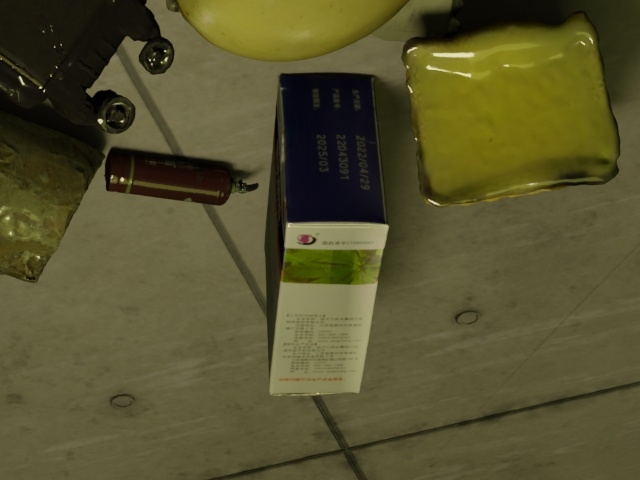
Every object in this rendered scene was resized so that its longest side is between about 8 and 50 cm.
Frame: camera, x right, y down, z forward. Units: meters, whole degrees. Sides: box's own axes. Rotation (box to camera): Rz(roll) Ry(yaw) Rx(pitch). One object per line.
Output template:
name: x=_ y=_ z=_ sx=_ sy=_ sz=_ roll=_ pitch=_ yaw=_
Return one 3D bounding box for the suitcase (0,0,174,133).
suitcase: x=-0.321 y=-0.277 z=1.537 sx=0.434 sy=0.283 sz=0.194 roll=35 pitch=88 yaw=-38

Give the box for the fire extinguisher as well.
fire extinguisher: x=-0.150 y=-0.063 z=2.032 sx=0.158 sy=0.043 sz=0.064 roll=8 pitch=170 yaw=-16

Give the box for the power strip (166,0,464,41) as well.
power strip: x=-0.005 y=-0.233 z=1.830 sx=0.286 sy=0.048 sz=0.080 roll=0 pitch=140 yaw=-7

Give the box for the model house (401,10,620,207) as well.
model house: x=0.182 y=-0.128 z=1.898 sx=0.193 sy=0.175 sz=0.234 roll=-11 pitch=-175 yaw=3

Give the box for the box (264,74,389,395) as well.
box: x=0.000 y=0.000 z=2.003 sx=0.106 sy=0.200 sz=0.299 roll=0 pitch=142 yaw=-5

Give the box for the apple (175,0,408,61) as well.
apple: x=-0.024 y=-0.285 z=1.608 sx=0.262 sy=0.262 sz=0.262 roll=-3 pitch=142 yaw=-3

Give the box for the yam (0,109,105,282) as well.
yam: x=-0.360 y=-0.065 z=1.913 sx=0.304 sy=0.168 sz=0.168 roll=23 pitch=134 yaw=-29
